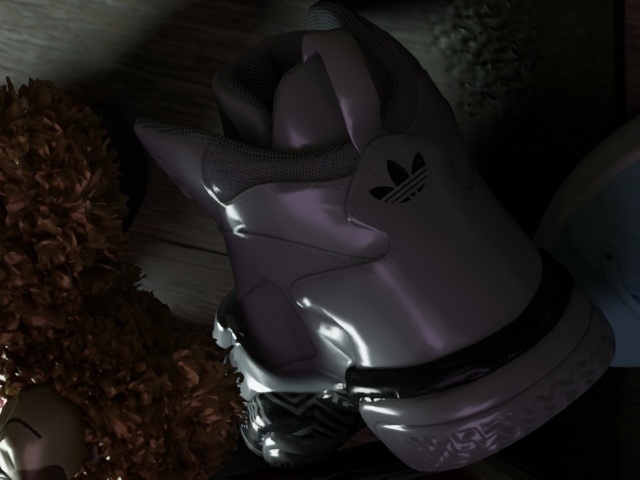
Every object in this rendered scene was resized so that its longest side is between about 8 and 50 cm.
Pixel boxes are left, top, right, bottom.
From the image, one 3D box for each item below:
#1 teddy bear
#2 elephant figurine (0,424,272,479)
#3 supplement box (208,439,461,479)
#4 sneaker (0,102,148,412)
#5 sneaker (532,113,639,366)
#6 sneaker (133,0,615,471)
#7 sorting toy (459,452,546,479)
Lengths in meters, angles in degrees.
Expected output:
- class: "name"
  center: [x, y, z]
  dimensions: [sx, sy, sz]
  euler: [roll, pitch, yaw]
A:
- class: "teddy bear"
  center: [-0.184, 0.007, 0.977]
  dimensions: [0.245, 0.113, 0.338]
  euler: [-21, 98, 30]
- class: "elephant figurine"
  center: [-0.143, 0.150, 1.277]
  dimensions: [0.239, 0.169, 0.186]
  euler: [30, 121, 26]
- class: "supplement box"
  center: [0.003, 0.158, 1.014]
  dimensions: [0.130, 0.073, 0.239]
  euler: [-12, 179, -6]
- class: "sneaker"
  center: [-0.203, 0.008, 1.143]
  dimensions: [0.136, 0.116, 0.314]
  euler: [32, 145, 1]
- class: "sneaker"
  center: [0.205, 0.014, 0.827]
  dimensions: [0.135, 0.150, 0.366]
  euler: [39, 146, -17]
- class: "sneaker"
  center: [0.000, 0.000, 0.973]
  dimensions: [0.210, 0.137, 0.366]
  euler: [58, 161, -8]
- class: "sorting toy"
  center: [0.139, 0.162, 1.043]
  dimensions: [0.229, 0.041, 0.307]
  euler: [35, 178, -9]
